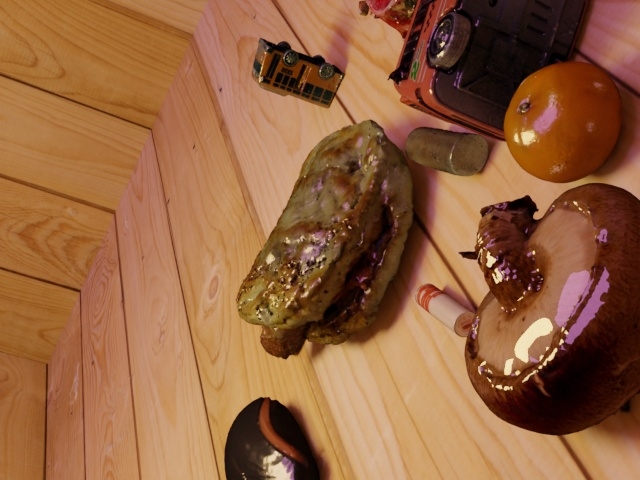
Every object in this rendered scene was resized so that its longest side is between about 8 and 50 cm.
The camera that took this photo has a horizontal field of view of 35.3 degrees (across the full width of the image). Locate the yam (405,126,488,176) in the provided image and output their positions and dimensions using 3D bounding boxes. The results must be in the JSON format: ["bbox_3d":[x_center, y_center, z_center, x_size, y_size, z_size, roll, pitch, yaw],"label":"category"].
[{"bbox_3d":[0.192,-0.139,1.556,0.169,0.068,0.068,23,94,67],"label":"yam"}]

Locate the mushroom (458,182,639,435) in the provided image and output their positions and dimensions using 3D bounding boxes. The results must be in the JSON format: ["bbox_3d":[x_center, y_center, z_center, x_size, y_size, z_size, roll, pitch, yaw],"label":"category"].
[{"bbox_3d":[0.269,0.074,1.113,0.297,0.163,0.278,-54,37,35],"label":"mushroom"}]

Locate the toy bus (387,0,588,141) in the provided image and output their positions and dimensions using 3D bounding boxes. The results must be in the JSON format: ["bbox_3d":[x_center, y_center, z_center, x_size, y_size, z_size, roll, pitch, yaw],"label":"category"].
[{"bbox_3d":[0.254,-0.360,1.422,0.427,0.203,0.233,-71,19,-3],"label":"toy bus"}]

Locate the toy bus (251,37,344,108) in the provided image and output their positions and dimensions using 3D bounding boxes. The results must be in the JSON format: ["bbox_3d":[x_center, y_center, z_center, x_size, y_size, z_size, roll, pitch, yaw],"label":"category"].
[{"bbox_3d":[-0.056,-0.353,2.124,0.103,0.182,0.091,-66,24,18],"label":"toy bus"}]

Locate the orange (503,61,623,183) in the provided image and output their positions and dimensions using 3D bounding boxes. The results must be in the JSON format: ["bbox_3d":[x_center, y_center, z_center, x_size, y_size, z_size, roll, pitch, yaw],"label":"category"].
[{"bbox_3d":[0.299,-0.149,1.251,0.156,0.124,0.156,-53,27,42],"label":"orange"}]

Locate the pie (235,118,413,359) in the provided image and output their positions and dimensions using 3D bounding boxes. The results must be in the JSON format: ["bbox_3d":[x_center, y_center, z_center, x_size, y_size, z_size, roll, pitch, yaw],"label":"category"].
[{"bbox_3d":[0.011,-0.024,1.737,0.395,0.180,0.418,-27,44,58],"label":"pie"}]

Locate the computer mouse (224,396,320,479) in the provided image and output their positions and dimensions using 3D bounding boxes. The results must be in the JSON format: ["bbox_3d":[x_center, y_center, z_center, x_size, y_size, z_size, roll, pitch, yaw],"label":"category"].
[{"bbox_3d":[-0.098,0.394,1.741,0.183,0.116,0.323,-70,23,15],"label":"computer mouse"}]

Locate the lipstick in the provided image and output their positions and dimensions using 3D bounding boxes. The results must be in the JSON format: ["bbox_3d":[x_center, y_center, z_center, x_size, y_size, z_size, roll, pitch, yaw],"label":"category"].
[{"bbox_3d":[0.179,0.099,1.438,0.038,0.038,0.130,-68,24,8],"label":"lipstick"}]

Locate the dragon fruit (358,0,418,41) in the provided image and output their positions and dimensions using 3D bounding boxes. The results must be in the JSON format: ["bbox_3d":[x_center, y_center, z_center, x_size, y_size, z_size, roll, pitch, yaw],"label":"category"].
[{"bbox_3d":[0.152,-0.463,1.726,0.211,0.147,0.282,118,146,-67],"label":"dragon fruit"}]
